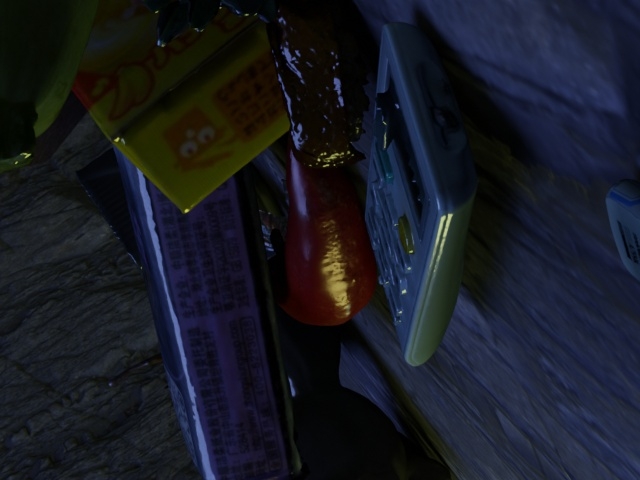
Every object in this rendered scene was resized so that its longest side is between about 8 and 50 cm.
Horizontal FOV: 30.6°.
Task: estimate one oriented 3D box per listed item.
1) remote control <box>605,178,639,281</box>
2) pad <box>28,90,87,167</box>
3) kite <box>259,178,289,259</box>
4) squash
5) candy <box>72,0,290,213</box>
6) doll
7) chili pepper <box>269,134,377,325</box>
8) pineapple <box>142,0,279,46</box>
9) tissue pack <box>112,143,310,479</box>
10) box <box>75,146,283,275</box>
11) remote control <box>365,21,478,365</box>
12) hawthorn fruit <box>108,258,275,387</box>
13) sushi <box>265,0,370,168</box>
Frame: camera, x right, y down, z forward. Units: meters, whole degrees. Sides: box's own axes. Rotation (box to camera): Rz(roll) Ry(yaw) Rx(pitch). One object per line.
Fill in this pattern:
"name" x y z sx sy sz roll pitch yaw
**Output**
"remote control" 0.147 0.023 0.417 0.124 0.018 0.053 48 169 45
"pad" -0.206 -0.199 0.932 0.002 0.266 0.176 -1 133 32
"kite" -0.088 -0.027 1.283 0.183 0.010 0.160 16 142 29
"squash" -0.156 -0.195 0.599 0.118 0.118 0.370 80 -177 -70
"candy" -0.115 -0.152 0.795 0.276 0.146 0.088 46 176 43
"doll" 0.033 0.255 1.494 0.382 0.252 0.378 81 -173 -64
"chili pepper" 0.002 0.005 1.022 0.368 0.092 0.137 119 136 -73
"pineapple" -0.085 -0.184 0.671 0.221 0.103 0.083 47 167 54
"tissue pack" -0.107 0.017 1.070 0.259 0.122 0.361 -123 23 -68
"box" -0.174 -0.045 1.449 0.274 0.178 0.138 48 169 49
"remote control" 0.058 -0.011 0.671 0.293 0.051 0.103 82 173 -70
"hawthorn fruit" -0.124 0.134 1.715 0.231 0.263 0.235 35 142 3
"sushi" 0.000 -0.096 0.663 0.052 0.055 0.120 -79 -24 -77
